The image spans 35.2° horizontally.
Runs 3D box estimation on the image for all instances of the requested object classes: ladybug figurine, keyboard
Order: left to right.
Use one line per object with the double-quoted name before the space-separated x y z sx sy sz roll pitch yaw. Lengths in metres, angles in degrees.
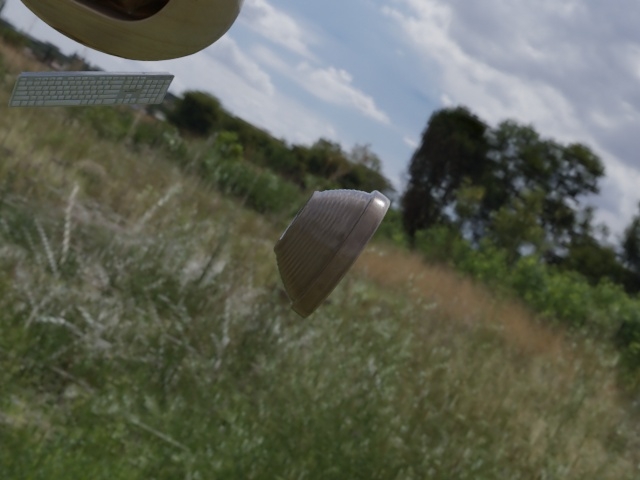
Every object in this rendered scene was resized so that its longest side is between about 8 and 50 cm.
"keyboard" -0.351 -0.234 1.562 0.256 0.072 0.014 -7 55 -35
"ladybug figurine" -0.302 -0.444 1.520 0.449 0.305 0.162 29 19 8

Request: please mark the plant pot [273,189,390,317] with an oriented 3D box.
"plant pot" 0.000 0.000 1.620 0.109 0.237 0.237 35 -1 -4
